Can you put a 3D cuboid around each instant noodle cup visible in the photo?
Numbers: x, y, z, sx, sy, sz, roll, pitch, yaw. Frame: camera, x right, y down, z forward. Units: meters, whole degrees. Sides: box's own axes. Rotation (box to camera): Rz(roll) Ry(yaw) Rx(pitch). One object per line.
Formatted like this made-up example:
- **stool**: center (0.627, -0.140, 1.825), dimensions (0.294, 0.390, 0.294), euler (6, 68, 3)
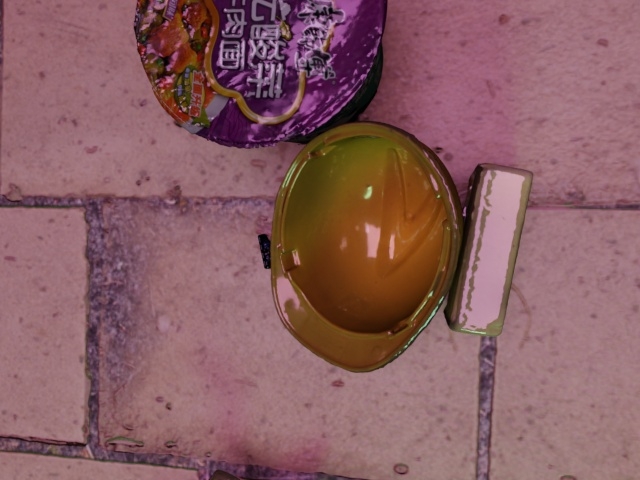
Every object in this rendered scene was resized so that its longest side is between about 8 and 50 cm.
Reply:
- **instant noodle cup**: center (-0.041, -0.211, 0.660), dimensions (0.251, 0.190, 0.251), euler (0, 91, 13)

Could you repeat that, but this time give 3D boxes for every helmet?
- **helmet**: center (0.066, -0.005, 0.651), dimensions (0.205, 0.140, 0.257), euler (29, 119, 25)

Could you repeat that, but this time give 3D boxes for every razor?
- **razor**: center (-0.002, 0.000, 0.736), dimensions (0.155, 0.028, 0.044), euler (-11, 88, 12)

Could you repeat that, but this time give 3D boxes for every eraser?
- **eraser**: center (0.176, 0.009, 0.654), dimensions (0.058, 0.117, 0.172), euler (11, 93, 7)

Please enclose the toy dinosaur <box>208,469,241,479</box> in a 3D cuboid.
- **toy dinosaur**: center (-0.100, 0.390, 0.742), dimensions (0.162, 0.077, 0.294), euler (31, 111, 6)
